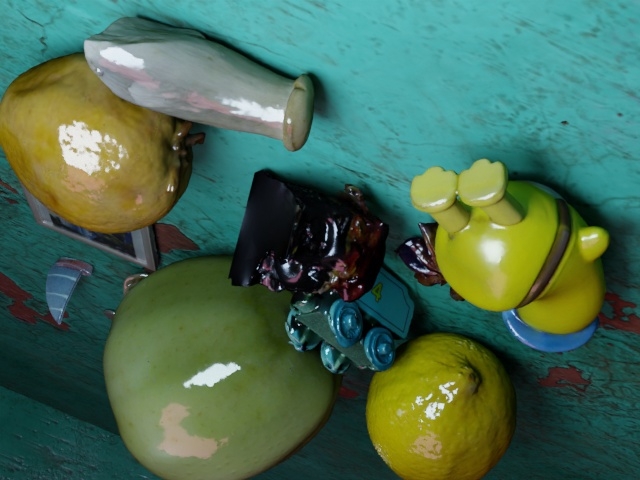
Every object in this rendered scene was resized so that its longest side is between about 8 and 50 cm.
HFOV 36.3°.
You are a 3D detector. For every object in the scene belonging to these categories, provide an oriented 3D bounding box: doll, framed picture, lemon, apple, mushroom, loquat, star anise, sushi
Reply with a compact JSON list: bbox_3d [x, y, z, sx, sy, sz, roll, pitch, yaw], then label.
[{"bbox_3d":[0.235,0.029,1.079,0.199,0.145,0.363,-5,151,36],"label":"doll"},{"bbox_3d":[-0.367,-0.060,1.528,0.232,0.024,0.315,21,154,5],"label":"framed picture"},{"bbox_3d":[0.181,0.257,1.471,0.235,0.236,0.263,9,129,27],"label":"lemon"},{"bbox_3d":[-0.144,0.190,1.476,0.357,0.357,0.357,18,155,9],"label":"apple"},{"bbox_3d":[-0.123,-0.168,1.032,0.246,0.096,0.108,20,155,-5],"label":"mushroom"},{"bbox_3d":[-0.261,-0.111,1.142,0.238,0.193,0.238,16,147,11],"label":"loquat"},{"bbox_3d":[0.169,0.029,1.225,0.167,0.057,0.168,19,156,9],"label":"star anise"},{"bbox_3d":[0.000,0.000,1.196,0.150,0.153,0.172,18,168,-23],"label":"sushi"}]

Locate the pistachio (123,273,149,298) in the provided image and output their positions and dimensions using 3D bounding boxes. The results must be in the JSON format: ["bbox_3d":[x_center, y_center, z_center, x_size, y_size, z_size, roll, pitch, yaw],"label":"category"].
[{"bbox_3d":[-0.267,0.147,1.756,0.226,0.136,0.135,44,148,-24],"label":"pistachio"}]

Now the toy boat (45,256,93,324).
[{"bbox_3d":[-0.481,0.091,1.806,0.096,0.122,0.034,11,155,25],"label":"toy boat"}]

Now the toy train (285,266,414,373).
[{"bbox_3d":[0.040,0.097,1.355,0.107,0.154,0.198,-9,142,43],"label":"toy train"}]

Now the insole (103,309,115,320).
[{"bbox_3d":[-0.386,0.196,2.069,0.063,0.010,0.192,1,149,39],"label":"insole"}]
